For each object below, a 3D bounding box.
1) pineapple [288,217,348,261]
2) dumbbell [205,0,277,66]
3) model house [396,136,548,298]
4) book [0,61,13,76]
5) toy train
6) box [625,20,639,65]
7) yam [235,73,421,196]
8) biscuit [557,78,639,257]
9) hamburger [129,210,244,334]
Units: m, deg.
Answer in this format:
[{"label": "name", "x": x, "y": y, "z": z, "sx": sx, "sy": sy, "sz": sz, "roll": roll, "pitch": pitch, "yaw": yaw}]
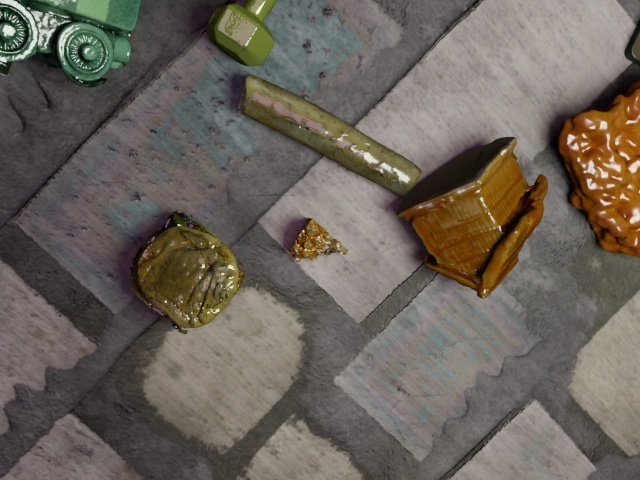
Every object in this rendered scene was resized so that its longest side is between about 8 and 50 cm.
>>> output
[{"label": "pineapple", "x": 0.000, "y": 0.000, "z": 0.990, "sx": 0.114, "sy": 0.077, "sz": 0.114, "roll": 21, "pitch": 130, "yaw": -17}, {"label": "dumbbell", "x": -0.081, "y": -0.458, "z": 0.896, "sx": 0.108, "sy": 0.121, "sz": 0.302, "roll": 32, "pitch": 95, "yaw": -36}, {"label": "model house", "x": 0.302, "y": -0.038, "z": 0.953, "sx": 0.199, "sy": 0.219, "sz": 0.229, "roll": -41, "pitch": 107, "yaw": -40}, {"label": "book", "x": -0.540, "y": -0.473, "z": 0.792, "sx": 0.028, "sy": 0.262, "sz": 0.374, "roll": 27, "pitch": 96, "yaw": 15}, {"label": "toy train", "x": -0.445, "y": -0.388, "z": 0.809, "sx": 0.167, "sy": 0.299, "sz": 0.238, "roll": 30, "pitch": 108, "yaw": 36}, {"label": "box", "x": 0.659, "y": -0.399, "z": 0.991, "sx": 0.091, "sy": 0.031, "sz": 0.126, "roll": 23, "pitch": 96, "yaw": -6}, {"label": "yam", "x": 0.019, "y": -0.195, "z": 0.954, "sx": 0.371, "sy": 0.083, "sz": 0.083, "roll": 26, "pitch": 95, "yaw": -7}, {"label": "biscuit", "x": 0.636, "y": -0.151, "z": 0.978, "sx": 0.312, "sy": 0.110, "sz": 0.318, "roll": -29, "pitch": 100, "yaw": 0}, {"label": "hamburger", "x": -0.249, "y": 0.064, "z": 0.957, "sx": 0.206, "sy": 0.130, "sz": 0.183, "roll": 39, "pitch": 92, "yaw": 11}]
